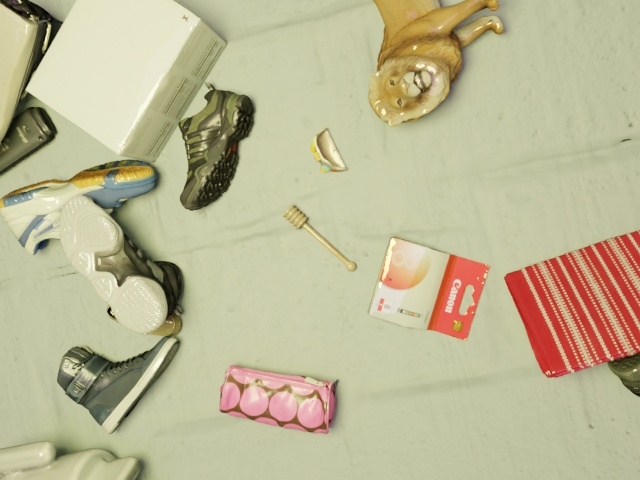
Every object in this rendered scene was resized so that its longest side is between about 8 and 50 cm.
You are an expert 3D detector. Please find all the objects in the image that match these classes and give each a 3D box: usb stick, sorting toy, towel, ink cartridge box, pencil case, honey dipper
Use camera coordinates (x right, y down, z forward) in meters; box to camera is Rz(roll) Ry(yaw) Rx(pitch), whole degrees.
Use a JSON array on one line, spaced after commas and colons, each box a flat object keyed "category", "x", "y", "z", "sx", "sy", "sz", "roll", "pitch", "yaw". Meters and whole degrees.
[{"category": "usb stick", "x": -0.634, "y": -0.159, "z": 1.109, "sx": 0.278, "sy": 0.045, "sz": 0.077, "roll": -30, "pitch": 87, "yaw": 8}, {"category": "sorting toy", "x": 0.006, "y": -0.153, "z": 1.001, "sx": 0.044, "sy": 0.075, "sz": 0.083, "roll": -26, "pitch": 88, "yaw": 8}, {"category": "towel", "x": 0.456, "y": 0.094, "z": 0.922, "sx": 0.274, "sy": 0.031, "sz": 0.199, "roll": -19, "pitch": 52, "yaw": 8}, {"category": "ink cartridge box", "x": 0.187, "y": 0.087, "z": 1.003, "sx": 0.179, "sy": 0.045, "sz": 0.146, "roll": 17, "pitch": 96, "yaw": 10}, {"category": "pencil case", "x": -0.077, "y": 0.276, "z": 1.027, "sx": 0.209, "sy": 0.095, "sz": 0.098, "roll": 6, "pitch": 124, "yaw": 7}, {"category": "honey dipper", "x": 0.000, "y": 0.000, "z": 1.034, "sx": 0.160, "sy": 0.030, "sz": 0.030, "roll": 43, "pitch": 98, "yaw": 1}]

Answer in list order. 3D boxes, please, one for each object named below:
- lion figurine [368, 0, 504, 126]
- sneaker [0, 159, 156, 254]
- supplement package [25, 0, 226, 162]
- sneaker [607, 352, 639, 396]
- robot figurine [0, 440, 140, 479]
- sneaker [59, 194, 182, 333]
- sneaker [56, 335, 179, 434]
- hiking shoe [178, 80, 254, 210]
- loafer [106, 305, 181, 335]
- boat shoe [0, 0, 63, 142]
[{"category": "lion figurine", "x": 0.144, "y": -0.397, "z": 0.956, "sx": 0.240, "sy": 0.142, "sz": 0.392, "roll": -23, "pitch": 75, "yaw": 16}, {"category": "sneaker", "x": -0.431, "y": -0.060, "z": 1.070, "sx": 0.296, "sy": 0.112, "sz": 0.131, "roll": -13, "pitch": 111, "yaw": 8}, {"category": "supplement package", "x": -0.332, "y": -0.305, "z": 1.008, "sx": 0.204, "sy": 0.145, "sz": 0.262, "roll": 34, "pitch": 96, "yaw": 5}, {"category": "sneaker", "x": 0.571, "y": 0.165, "z": 0.935, "sx": 0.227, "sy": 0.087, "sz": 0.130, "roll": -47, "pitch": 113, "yaw": -11}, {"category": "robot figurine", "x": -0.487, "y": 0.500, "z": 1.041, "sx": 0.353, "sy": 0.200, "sz": 0.300, "roll": -16, "pitch": 98, "yaw": 8}, {"category": "sneaker", "x": -0.343, "y": 0.040, "z": 1.023, "sx": 0.101, "sy": 0.153, "sz": 0.269, "roll": -37, "pitch": 84, "yaw": 8}, {"category": "sneaker", "x": -0.382, "y": 0.228, "z": 1.070, "sx": 0.163, "sy": 0.086, "sz": 0.226, "roll": 41, "pitch": 99, "yaw": 2}, {"category": "hiking shoe", "x": -0.207, "y": -0.166, "z": 1.039, "sx": 0.114, "sy": 0.086, "sz": 0.227, "roll": 26, "pitch": 90, "yaw": 20}, {"category": "loafer", "x": -0.334, "y": 0.148, "z": 1.077, "sx": 0.147, "sy": 0.050, "sz": 0.056, "roll": 11, "pitch": 94, "yaw": 8}, {"category": "boat shoe", "x": -0.574, "y": -0.278, "z": 1.049, "sx": 0.127, "sy": 0.158, "sz": 0.341, "roll": 34, "pitch": 106, "yaw": -7}]
